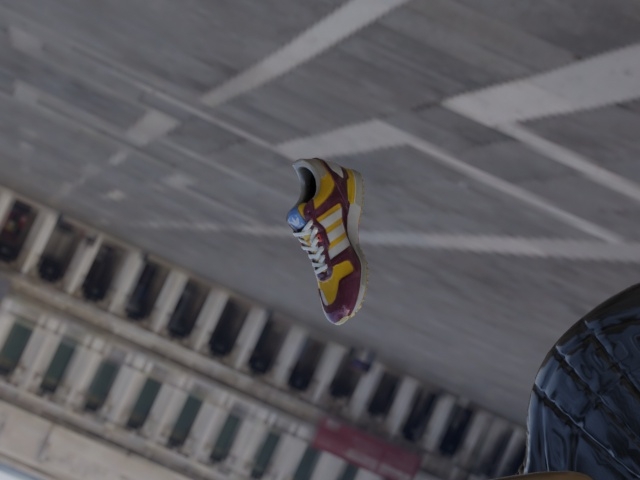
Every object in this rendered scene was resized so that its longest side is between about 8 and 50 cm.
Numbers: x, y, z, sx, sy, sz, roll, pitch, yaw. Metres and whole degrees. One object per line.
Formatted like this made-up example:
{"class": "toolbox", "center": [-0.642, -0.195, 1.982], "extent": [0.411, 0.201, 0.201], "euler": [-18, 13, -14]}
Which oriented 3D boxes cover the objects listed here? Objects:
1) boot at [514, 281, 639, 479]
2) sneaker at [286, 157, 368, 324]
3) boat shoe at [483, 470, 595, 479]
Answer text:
{"class": "boot", "center": [0.281, 0.110, 0.967], "extent": [0.138, 0.284, 0.377], "euler": [49, 149, 30]}
{"class": "sneaker", "center": [0.000, 0.000, 1.553], "extent": [0.084, 0.185, 0.069], "euler": [15, 150, -32]}
{"class": "boat shoe", "center": [-0.047, 0.149, 0.425], "extent": [0.302, 0.098, 0.109], "euler": [-11, 159, -10]}
